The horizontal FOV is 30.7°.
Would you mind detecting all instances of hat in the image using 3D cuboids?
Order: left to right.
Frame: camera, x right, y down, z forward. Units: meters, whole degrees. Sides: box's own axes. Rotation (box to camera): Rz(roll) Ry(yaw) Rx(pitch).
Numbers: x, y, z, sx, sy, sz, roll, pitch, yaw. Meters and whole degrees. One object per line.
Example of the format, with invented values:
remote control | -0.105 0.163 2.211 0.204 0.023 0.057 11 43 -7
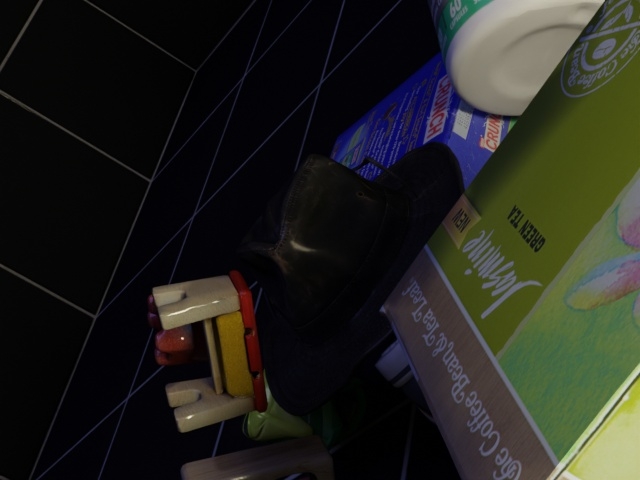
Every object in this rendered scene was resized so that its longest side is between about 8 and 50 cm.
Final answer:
hat | 0.000 0.000 1.154 0.331 0.134 0.331 -44 21 22

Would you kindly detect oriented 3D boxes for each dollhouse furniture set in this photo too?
dollhouse furniture set | -0.049 0.192 1.014 0.201 0.152 0.374 -135 37 -70

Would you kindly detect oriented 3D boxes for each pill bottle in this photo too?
pill bottle | 0.201 -0.332 1.254 0.204 0.204 0.361 -41 48 42

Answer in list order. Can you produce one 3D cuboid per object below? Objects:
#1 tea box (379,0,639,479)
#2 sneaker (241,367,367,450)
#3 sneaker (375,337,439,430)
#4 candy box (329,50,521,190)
tea box | 0.261 0.027 0.506 0.323 0.329 0.220 -54 19 12
sneaker | -0.010 0.180 1.336 0.295 0.123 0.109 -56 -9 -77
sneaker | 0.133 0.109 1.069 0.126 0.127 0.321 -49 -4 12
candy box | 0.111 -0.069 1.388 0.317 0.122 0.268 -36 27 51
